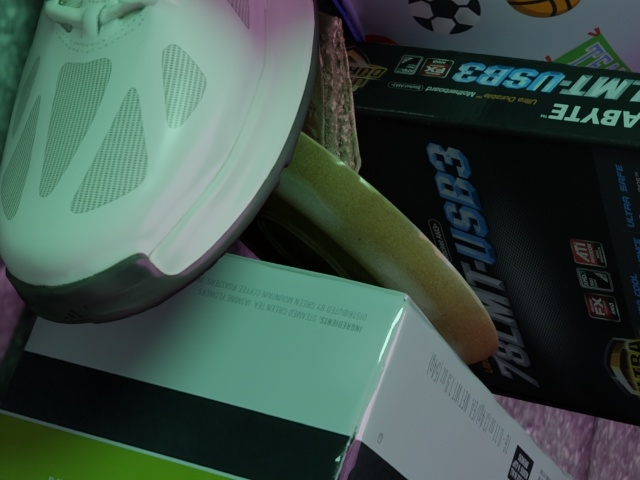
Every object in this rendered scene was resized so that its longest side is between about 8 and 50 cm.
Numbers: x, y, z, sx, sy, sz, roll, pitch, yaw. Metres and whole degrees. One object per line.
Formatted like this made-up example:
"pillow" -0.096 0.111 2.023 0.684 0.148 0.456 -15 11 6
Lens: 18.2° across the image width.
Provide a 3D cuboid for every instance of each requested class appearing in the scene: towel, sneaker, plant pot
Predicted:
"towel" -0.012 -0.079 1.219 0.027 0.110 0.148 -16 113 -23
"sneaker" -0.111 -0.199 0.977 0.257 0.169 0.447 46 51 -46
"plant pot" 0.000 0.000 1.145 0.032 0.236 0.236 -50 144 -13

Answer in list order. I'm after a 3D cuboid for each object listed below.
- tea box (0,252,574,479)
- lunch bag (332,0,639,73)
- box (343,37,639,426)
"tea box" -0.039 0.212 1.139 0.329 0.220 0.323 45 62 -57
"lunch bag" 0.171 -0.254 1.287 0.328 0.385 0.239 58 7 -51
"box" 0.142 0.002 1.324 0.073 0.293 0.295 -61 147 -33
